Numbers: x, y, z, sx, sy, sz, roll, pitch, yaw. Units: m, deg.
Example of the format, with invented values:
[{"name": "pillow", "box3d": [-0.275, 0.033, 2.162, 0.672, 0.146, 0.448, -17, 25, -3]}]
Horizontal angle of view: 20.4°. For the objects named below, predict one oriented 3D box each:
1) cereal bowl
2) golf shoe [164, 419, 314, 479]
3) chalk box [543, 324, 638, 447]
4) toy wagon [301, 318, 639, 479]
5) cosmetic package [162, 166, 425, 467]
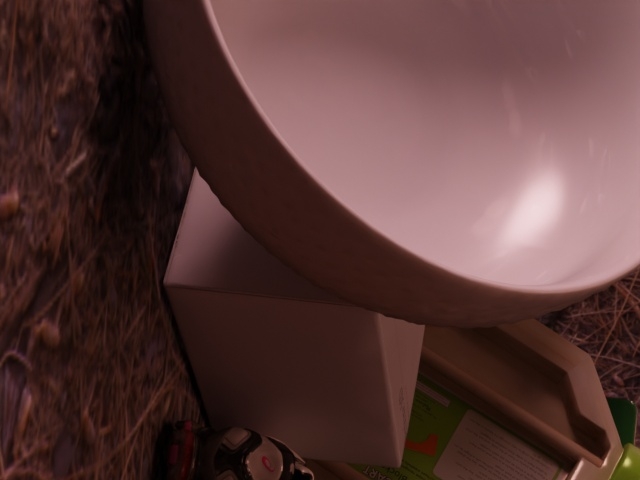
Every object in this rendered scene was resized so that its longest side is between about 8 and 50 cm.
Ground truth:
[{"name": "cereal bowl", "box3d": [0.044, -0.102, 1.005, 0.141, 0.339, 0.339, -33, -142, 50]}, {"name": "golf shoe", "box3d": [-0.047, 0.162, 1.150, 0.186, 0.086, 0.067, 71, 25, -75]}, {"name": "chalk box", "box3d": [0.116, 0.167, 1.494, 0.179, 0.289, 0.180, 60, 37, -74]}, {"name": "toy wagon", "box3d": [0.071, 0.186, 1.298, 0.344, 0.267, 0.068, -55, 175, -30]}, {"name": "cosmetic package", "box3d": [0.000, 0.000, 1.182, 0.224, 0.138, 0.225, 79, 20, -58]}]
